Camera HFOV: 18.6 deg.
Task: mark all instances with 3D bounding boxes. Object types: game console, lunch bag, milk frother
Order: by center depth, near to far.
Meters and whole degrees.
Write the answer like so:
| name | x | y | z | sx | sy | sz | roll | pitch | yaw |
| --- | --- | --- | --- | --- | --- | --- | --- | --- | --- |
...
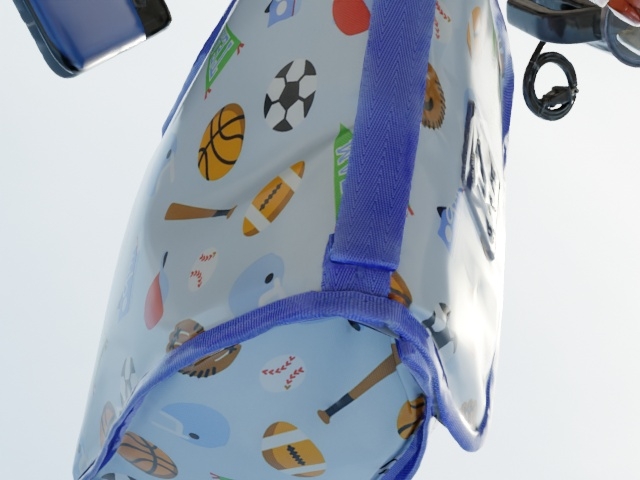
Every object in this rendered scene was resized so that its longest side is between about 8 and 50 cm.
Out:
| name | x | y | z | sx | sy | sz | roll | pitch | yaw |
| --- | --- | --- | --- | --- | --- | --- | --- | --- | --- |
| lunch bag | 0.000 | 0.000 | 1.278 | 0.239 | 0.385 | 0.328 | 15 | -122 | -10 |
| game console | -0.264 | -0.259 | 1.545 | 0.173 | 0.293 | 0.250 | -32 | -171 | -37 |
| milk frother | 0.243 | -0.171 | 1.726 | 0.129 | 0.143 | 0.135 | -29 | -154 | -12 |

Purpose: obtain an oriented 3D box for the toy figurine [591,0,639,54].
| name | x | y | z | sx | sy | sz | roll | pitch | yaw |
| --- | --- | --- | --- | --- | --- | --- | --- | --- | --- |
| toy figurine | 0.238 | -0.196 | 1.266 | 0.209 | 0.148 | 0.213 | 30 | -174 | -26 |
